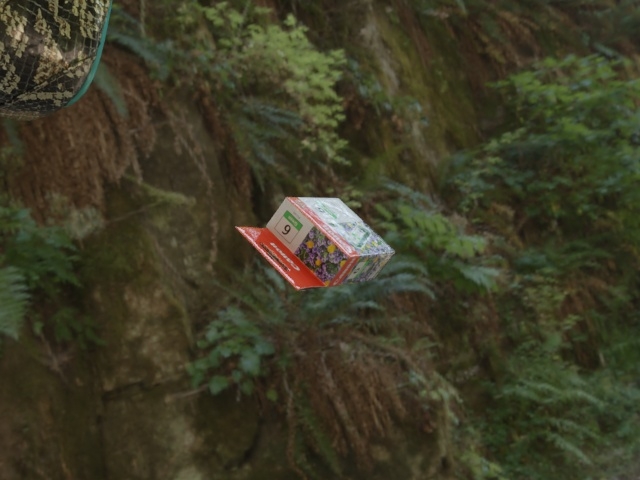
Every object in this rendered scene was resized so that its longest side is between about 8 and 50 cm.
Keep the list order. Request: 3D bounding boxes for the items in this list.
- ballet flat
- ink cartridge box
[{"bbox_3d":[-0.208,-0.338,0.620,0.164,0.483,0.182,7,-13,24],"label":"ballet flat"},{"bbox_3d":[0.000,0.000,0.539,0.029,0.063,0.115,-53,-21,19],"label":"ink cartridge box"}]
